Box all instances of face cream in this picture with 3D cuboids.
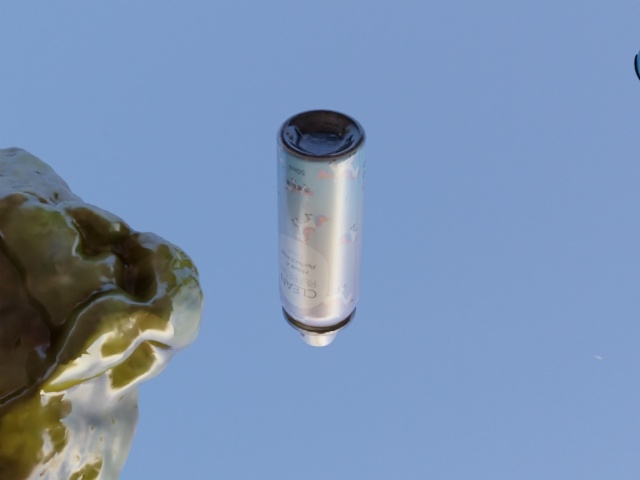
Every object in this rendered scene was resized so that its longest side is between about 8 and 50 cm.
[{"bbox_3d":[0.000,0.000,0.997,0.075,0.075,0.229,1,-49,2],"label":"face cream"}]

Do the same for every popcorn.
[{"bbox_3d":[-0.259,0.110,0.936,0.292,0.293,0.334,23,-81,8],"label":"popcorn"}]

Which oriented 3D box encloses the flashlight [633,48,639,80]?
[{"bbox_3d":[0.322,-0.161,0.972,0.051,0.129,0.051,6,-102,-30],"label":"flashlight"}]
